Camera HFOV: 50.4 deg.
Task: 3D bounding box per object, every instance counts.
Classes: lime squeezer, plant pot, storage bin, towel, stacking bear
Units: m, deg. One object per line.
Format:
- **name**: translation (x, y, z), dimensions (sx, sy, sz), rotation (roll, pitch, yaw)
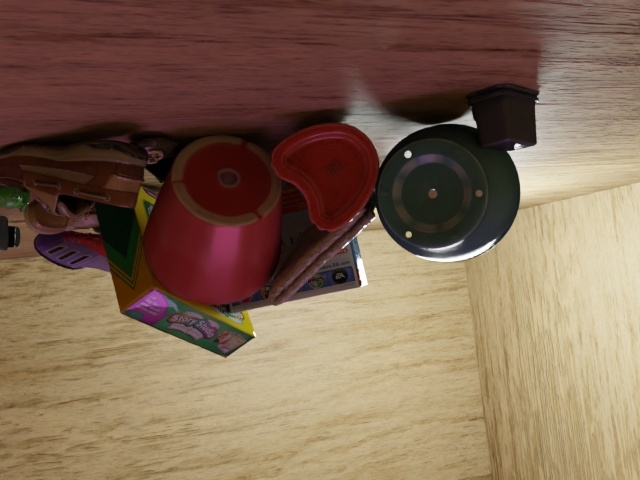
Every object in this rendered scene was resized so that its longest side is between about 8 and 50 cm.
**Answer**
- **lime squeezer**: translation (-0.677, -0.091, 1.466), dimensions (0.110, 0.058, 0.310), rotation (-7, 177, 4)
- **plant pot**: translation (-0.188, -0.050, 1.273), dimensions (0.275, 0.275, 0.243), rotation (-5, 151, -18)
- **plant pot**: translation (0.213, -0.085, 1.217), dimensions (0.272, 0.271, 0.255), rotation (-8, -179, 18)
- **storage bin**: translation (0.309, -0.202, 1.155), dimensions (0.098, 0.091, 0.135), rotation (-10, 174, 42)
- **towel**: translation (0.000, 0.000, 1.348), dimensions (0.282, 0.049, 0.187), rotation (-44, -168, 15)
- **stacking bear**: translation (0.016, -0.133, 1.272), dimensions (0.164, 0.175, 0.289), rotation (-37, -174, 2)

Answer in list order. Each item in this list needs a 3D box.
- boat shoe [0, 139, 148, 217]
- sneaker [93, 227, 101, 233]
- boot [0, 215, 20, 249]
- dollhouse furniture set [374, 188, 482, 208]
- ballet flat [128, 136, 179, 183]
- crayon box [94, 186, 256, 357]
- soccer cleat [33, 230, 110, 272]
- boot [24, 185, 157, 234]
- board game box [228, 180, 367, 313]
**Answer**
- **boat shoe**: translation (-0.433, -0.098, 1.145), dimensions (0.324, 0.119, 0.122), rotation (0, 178, 30)
- **sneaker**: translation (-0.599, -0.060, 2.005), dimensions (0.170, 0.063, 0.075), rotation (-12, 176, 7)
- **boot**: translation (-1.013, -0.027, 1.894), dimensions (0.280, 0.096, 0.264), rotation (2, -178, -12)
- **dollhouse furniture set**: translation (0.234, -0.168, 1.755), dimensions (0.303, 0.198, 0.286), rotation (29, 175, 37)
- **ballet flat**: translation (-0.297, -0.144, 1.261), dimensions (0.084, 0.058, 0.250), rotation (-6, 176, -5)
- **crayon box**: translation (-0.323, 0.069, 1.530), dimensions (0.106, 0.313, 0.363), rotation (-33, 145, 13)
- **soccer cleat**: translation (-0.540, 0.021, 1.657), dimensions (0.318, 0.108, 0.116), rotation (18, 141, -1)
- **boot**: translation (-0.533, -0.075, 1.603), dimensions (0.203, 0.095, 0.262), rotation (-8, 179, 31)
- **board game box**: translation (-0.078, -0.015, 1.519), dimensions (0.308, 0.301, 0.086), rotation (-12, 176, 14)
